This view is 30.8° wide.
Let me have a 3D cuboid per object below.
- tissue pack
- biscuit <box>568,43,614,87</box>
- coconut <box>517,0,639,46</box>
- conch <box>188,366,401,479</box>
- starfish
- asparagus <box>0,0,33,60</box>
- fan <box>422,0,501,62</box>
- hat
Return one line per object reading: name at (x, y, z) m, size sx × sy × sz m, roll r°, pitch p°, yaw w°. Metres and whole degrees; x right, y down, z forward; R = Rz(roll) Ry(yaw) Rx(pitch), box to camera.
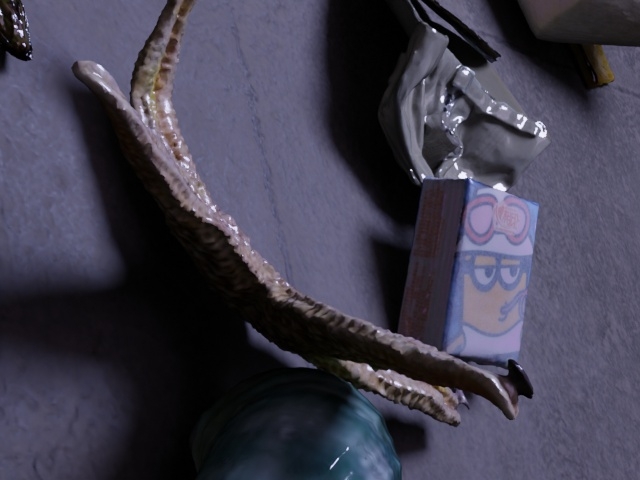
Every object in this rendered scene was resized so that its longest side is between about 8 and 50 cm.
tissue pack at (0.131, 0.030, 1.023) m, size 0.115 × 0.065 × 0.155 m, roll 16°, pitch 80°, yaw -47°
biscuit at (0.357, -0.243, 1.542) m, size 0.081 × 0.018 × 0.083 m, roll -23°, pitch 88°, yaw -54°
coconut at (0.365, -0.364, 1.398) m, size 0.329 × 0.329 × 0.328 m, roll 29°, pitch 49°, yaw -38°
conch at (-0.015, 0.201, 0.706) m, size 0.277 × 0.195 × 0.220 m, roll 52°, pitch -1°, yaw 27°
starfish at (-0.011, 0.005, 0.778) m, size 0.398 × 0.132 × 0.384 m, roll 53°, pitch -7°, yaw -1°
asparagus at (-0.233, -0.192, 0.779) m, size 0.165 × 0.030 × 0.036 m, roll 63°, pitch 26°, yaw -1°
fan at (0.143, -0.227, 1.229) m, size 0.152 × 0.008 × 0.227 m, roll 43°, pitch 10°, yaw 25°
hat at (0.098, -0.145, 1.131) m, size 0.214 × 0.149 × 0.244 m, roll 33°, pitch 8°, yaw -40°
